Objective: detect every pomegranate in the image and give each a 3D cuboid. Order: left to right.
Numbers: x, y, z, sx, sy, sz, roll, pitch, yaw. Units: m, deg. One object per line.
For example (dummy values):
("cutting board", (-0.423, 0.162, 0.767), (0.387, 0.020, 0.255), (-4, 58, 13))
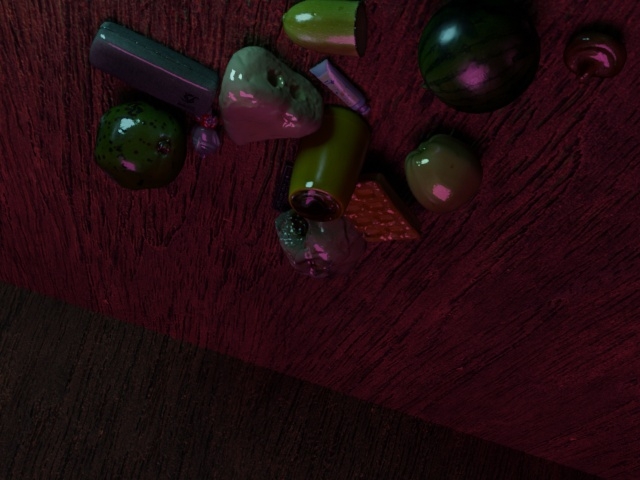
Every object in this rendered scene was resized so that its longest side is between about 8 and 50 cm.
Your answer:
("pomegranate", (-0.488, -0.252, 2.181), (0.270, 0.254, 0.254), (-2, 145, 46))

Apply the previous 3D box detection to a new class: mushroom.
("mushroom", (0.559, -0.376, 1.663), (0.126, 0.085, 0.109), (19, 121, 23))

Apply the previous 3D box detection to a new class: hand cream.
("hand cream", (0.053, -0.362, 1.941), (0.170, 0.043, 0.065), (38, 142, -27))

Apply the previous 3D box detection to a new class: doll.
("doll", (-0.308, -0.293, 2.183), (0.094, 0.079, 0.180), (25, 137, 14))

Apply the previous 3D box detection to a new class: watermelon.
("watermelon", (0.316, -0.372, 1.633), (0.242, 0.242, 0.242), (11, 148, 7))

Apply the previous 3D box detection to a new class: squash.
("squash", (0.006, -0.458, 1.746), (0.186, 0.123, 0.123), (8, 147, 11))

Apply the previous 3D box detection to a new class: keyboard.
("keyboard", (-0.083, -0.143, 2.356), (0.093, 0.025, 0.230), (15, 148, -4))

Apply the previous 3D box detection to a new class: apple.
("apple", (0.306, -0.163, 2.011), (0.200, 0.200, 0.200), (11, 148, 7))

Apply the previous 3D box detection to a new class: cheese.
("cheese", (-0.125, -0.344, 1.924), (0.251, 0.174, 0.248), (6, 155, 17))

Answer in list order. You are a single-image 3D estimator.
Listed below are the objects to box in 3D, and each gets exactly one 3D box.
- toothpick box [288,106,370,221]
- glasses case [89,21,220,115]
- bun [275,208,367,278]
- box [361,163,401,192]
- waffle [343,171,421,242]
("toothpick box", (0.017, -0.181, 2.020), (0.174, 0.271, 0.175), (11, 148, 7))
("glasses case", (-0.410, -0.423, 2.021), (0.323, 0.074, 0.131), (24, 148, -13))
("bun", (0.010, 0.005, 2.355), (0.281, 0.205, 0.281), (6, 160, 2))
("box", (0.151, -0.143, 2.210), (0.122, 0.069, 0.084), (26, 147, -16))
("waffle", (0.144, -0.086, 2.182), (0.168, 0.057, 0.274), (-7, 143, 35))
